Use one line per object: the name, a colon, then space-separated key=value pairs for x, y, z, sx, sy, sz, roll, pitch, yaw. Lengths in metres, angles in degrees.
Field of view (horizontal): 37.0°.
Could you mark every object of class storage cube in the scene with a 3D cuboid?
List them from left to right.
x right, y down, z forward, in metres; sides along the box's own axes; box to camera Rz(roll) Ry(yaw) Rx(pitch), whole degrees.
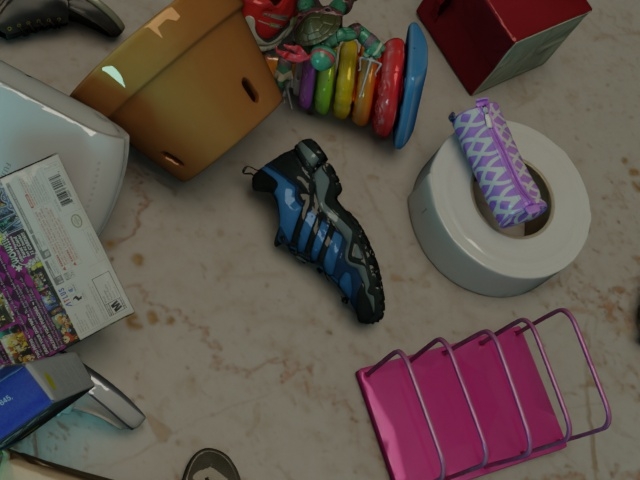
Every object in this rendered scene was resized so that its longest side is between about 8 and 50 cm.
storage cube: x=0.321 y=-0.405 z=1.680 sx=0.215 sy=0.183 sz=0.193 roll=-25 pitch=77 yaw=-24

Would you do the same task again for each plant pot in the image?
plant pot: x=-0.195 y=-0.224 z=1.415 sx=0.291 sy=0.291 sz=0.203 roll=-46 pitch=104 yaw=-27

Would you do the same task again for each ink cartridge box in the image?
ink cartridge box: x=-0.418 y=0.238 z=1.067 sx=0.303 sy=0.307 sz=0.072 roll=-34 pitch=89 yaw=-3

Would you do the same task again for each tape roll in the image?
tape roll: x=0.294 y=-0.054 z=1.573 sx=0.286 sy=0.100 sz=0.286 roll=6 pitch=67 yaw=-15

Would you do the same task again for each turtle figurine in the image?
turtle figurine: x=0.010 y=-0.307 z=1.457 sx=0.175 sy=0.118 sz=0.234 roll=-4 pitch=50 yaw=9

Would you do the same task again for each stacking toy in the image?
stacking toy: x=0.014 y=-0.264 z=1.561 sx=0.302 sy=0.166 sz=0.175 roll=7 pitch=48 yaw=-2

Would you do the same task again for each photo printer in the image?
photo printer: x=-0.429 y=-0.101 z=1.307 sx=0.307 sy=0.107 sz=0.256 roll=28 pitch=105 yaw=-5

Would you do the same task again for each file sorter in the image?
file sorter: x=0.239 y=0.230 z=1.391 sx=0.290 sy=0.182 sz=0.202 roll=-12 pitch=72 yaw=-21

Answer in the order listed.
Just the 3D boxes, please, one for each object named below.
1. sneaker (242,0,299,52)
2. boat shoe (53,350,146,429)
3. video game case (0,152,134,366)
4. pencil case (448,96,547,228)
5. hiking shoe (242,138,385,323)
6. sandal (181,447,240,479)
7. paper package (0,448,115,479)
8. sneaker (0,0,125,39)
sneaker: x=-0.064 y=-0.410 z=1.572 sx=0.107 sy=0.118 sz=0.279 roll=19 pitch=40 yaw=4
boat shoe: x=-0.358 y=0.191 z=1.277 sx=0.258 sy=0.095 sz=0.084 roll=36 pitch=81 yaw=-10
video game case: x=-0.377 y=0.036 z=1.203 sx=0.210 sy=0.042 sz=0.232 roll=-29 pitch=101 yaw=-26
pencil case: x=0.280 y=-0.122 z=1.492 sx=0.086 sy=0.088 sz=0.206 roll=-18 pitch=75 yaw=-21
hiking shoe: x=0.000 y=0.000 z=1.477 sx=0.132 sy=0.113 sz=0.304 roll=-26 pitch=82 yaw=6
sandal: x=-0.158 y=0.386 z=1.273 sx=0.090 sy=0.060 sz=0.219 roll=21 pitch=64 yaw=-8
paper package: x=-0.272 y=0.444 z=1.123 sx=0.309 sy=0.168 sz=0.325 roll=18 pitch=75 yaw=-9
sneaker: x=-0.428 y=-0.347 z=1.501 sx=0.222 sy=0.083 sz=0.118 roll=25 pitch=82 yaw=-13
